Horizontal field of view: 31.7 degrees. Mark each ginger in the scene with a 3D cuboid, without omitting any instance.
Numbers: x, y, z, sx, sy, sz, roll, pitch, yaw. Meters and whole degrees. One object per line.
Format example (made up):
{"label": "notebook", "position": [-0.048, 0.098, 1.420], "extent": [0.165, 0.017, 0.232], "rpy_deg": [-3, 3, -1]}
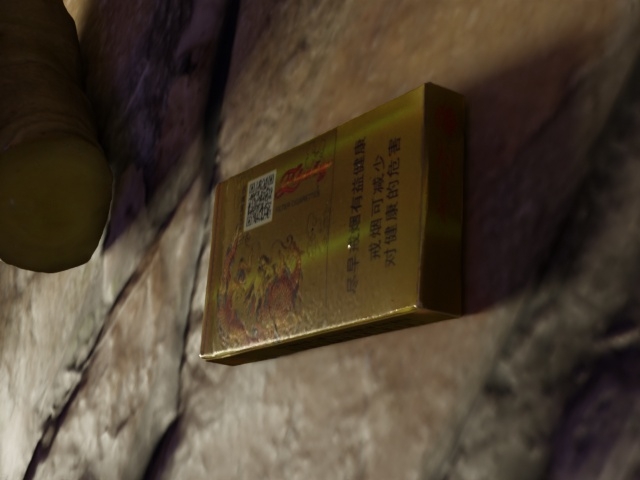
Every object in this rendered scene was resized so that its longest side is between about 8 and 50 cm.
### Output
{"label": "ginger", "position": [-0.205, -0.094, 0.739], "extent": [0.109, 0.117, 0.263], "rpy_deg": [78, 169, -48]}

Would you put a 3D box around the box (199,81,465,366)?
{"label": "box", "position": [0.000, 0.000, 0.458], "extent": [0.156, 0.022, 0.089], "rpy_deg": [-22, 59, 52]}
